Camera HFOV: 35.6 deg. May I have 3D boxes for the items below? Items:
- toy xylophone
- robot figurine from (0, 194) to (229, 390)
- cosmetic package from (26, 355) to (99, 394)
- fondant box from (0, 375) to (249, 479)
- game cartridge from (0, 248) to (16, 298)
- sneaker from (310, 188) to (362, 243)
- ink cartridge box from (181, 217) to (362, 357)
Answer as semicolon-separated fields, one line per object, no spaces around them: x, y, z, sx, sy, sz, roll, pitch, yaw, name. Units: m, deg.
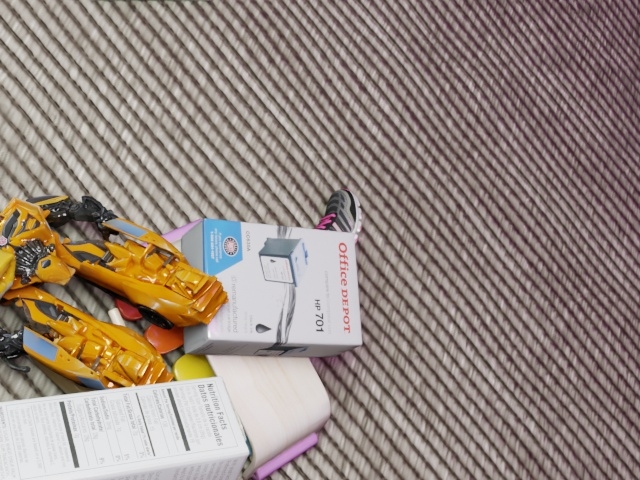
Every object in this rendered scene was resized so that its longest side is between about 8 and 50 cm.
-0.125;0.129;1.168;0.236;0.081;0.322;-17;82;-33;toy xylophone
-0.255;0.048;1.044;0.291;0.085;0.211;22;65;21;robot figurine
-0.272;0.134;1.107;0.115;0.041;0.060;44;57;-9;cosmetic package
-0.259;0.252;0.944;0.330;0.238;0.096;-2;47;-27;fondant box
-0.484;0.046;0.878;0.324;0.052;0.285;19;34;4;game cartridge
0.000;0.000;1.293;0.075;0.063;0.170;29;66;-25;sneaker
-0.056;0.057;1.134;0.191;0.082;0.139;4;71;-26;ink cartridge box
